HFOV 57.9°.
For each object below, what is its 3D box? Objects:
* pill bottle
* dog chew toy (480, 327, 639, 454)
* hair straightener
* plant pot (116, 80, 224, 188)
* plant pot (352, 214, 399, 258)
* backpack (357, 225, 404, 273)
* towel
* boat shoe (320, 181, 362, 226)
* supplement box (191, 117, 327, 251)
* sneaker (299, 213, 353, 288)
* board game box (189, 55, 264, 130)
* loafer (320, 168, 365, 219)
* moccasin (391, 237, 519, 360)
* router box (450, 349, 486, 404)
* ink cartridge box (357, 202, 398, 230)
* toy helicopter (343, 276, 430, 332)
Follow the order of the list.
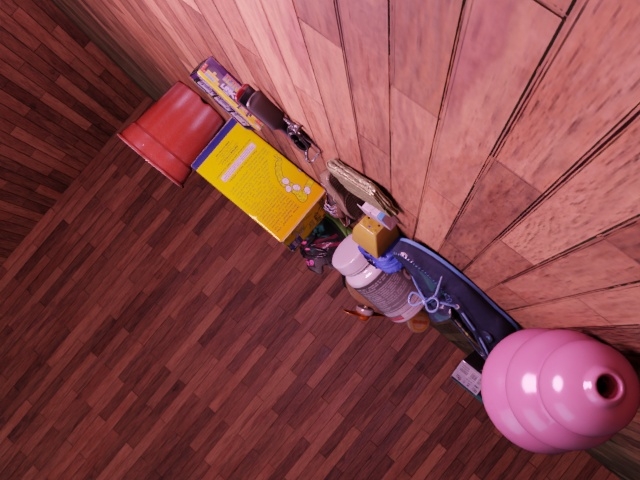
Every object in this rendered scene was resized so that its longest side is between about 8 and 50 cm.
[{"bbox_3d":[0.180,0.108,1.747,0.283,0.161,0.161,41,177,-24],"label":"pill bottle"},{"bbox_3d":[0.373,0.229,0.895,0.206,0.207,0.332,39,169,11],"label":"dog chew toy"},{"bbox_3d":[-0.067,-0.210,1.116,0.089,0.047,0.230,38,177,41],"label":"hair straightener"},{"bbox_3d":[-0.475,-0.359,1.910,0.272,0.265,0.272,40,177,2],"label":"plant pot"},{"bbox_3d":[0.121,-0.025,1.296,0.081,0.081,0.083,39,168,22],"label":"plant pot"},{"bbox_3d":[0.152,0.019,1.373,0.101,0.098,0.120,46,175,-36],"label":"backpack"},{"bbox_3d":[0.081,-0.101,1.110,0.148,0.027,0.110,36,176,39],"label":"towel"},{"bbox_3d":[0.046,-0.087,1.388,0.066,0.066,0.183,37,176,41],"label":"boat shoe"},{"bbox_3d":[-0.165,-0.160,1.703,0.356,0.195,0.194,40,178,11],"label":"supplement box"},{"bbox_3d":[0.000,0.000,1.983,0.482,0.202,0.185,40,177,-19],"label":"sneaker"},{"bbox_3d":[-0.192,-0.307,1.223,0.170,0.048,0.141,41,175,-23],"label":"board game box"},{"bbox_3d":[0.049,-0.105,1.239,0.050,0.056,0.148,37,167,51],"label":"loafer"},{"bbox_3d":[0.282,0.134,1.257,0.342,0.117,0.138,40,177,-2],"label":"moccasin"},{"bbox_3d":[0.593,0.468,1.827,0.308,0.081,0.242,39,-155,24],"label":"router box"},{"bbox_3d":[0.121,-0.059,1.223,0.083,0.028,0.048,37,176,44],"label":"ink cartridge box"},{"bbox_3d":[0.225,0.206,1.945,0.355,0.235,0.140,40,177,-17],"label":"toy helicopter"}]
